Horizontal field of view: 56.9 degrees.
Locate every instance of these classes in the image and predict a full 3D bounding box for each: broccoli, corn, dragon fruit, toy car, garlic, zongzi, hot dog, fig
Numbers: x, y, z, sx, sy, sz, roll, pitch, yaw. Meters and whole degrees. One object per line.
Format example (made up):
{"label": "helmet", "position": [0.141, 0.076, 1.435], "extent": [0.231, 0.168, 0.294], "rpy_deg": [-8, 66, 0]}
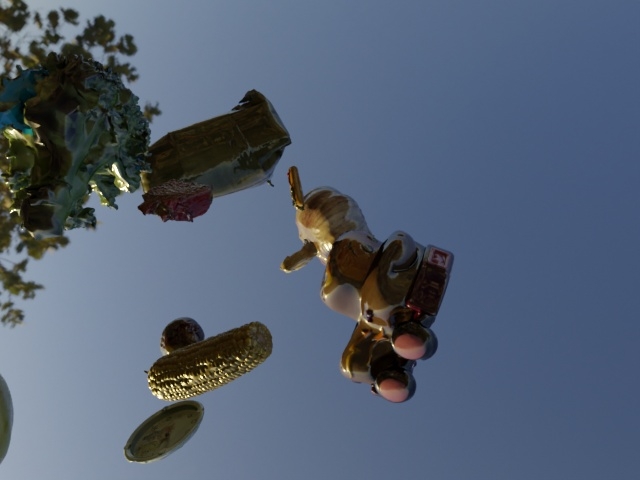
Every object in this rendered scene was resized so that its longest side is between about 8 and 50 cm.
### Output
{"label": "broccoli", "position": [-0.225, -0.072, 0.517], "extent": [0.167, 0.154, 0.160], "rpy_deg": [-18, -140, 12]}
{"label": "corn", "position": [-0.217, 0.239, 1.130], "extent": [0.311, 0.101, 0.101], "rpy_deg": [-23, -129, 28]}
{"label": "dragon fruit", "position": [-0.268, -0.060, 1.090], "extent": [0.097, 0.063, 0.131], "rpy_deg": [16, -147, 25]}
{"label": "toy car", "position": [0.112, 0.136, 1.153], "extent": [0.271, 0.241, 0.340], "rpy_deg": [-57, 164, -57]}
{"label": "garlic", "position": [0.000, 0.000, 1.505], "extent": [0.253, 0.245, 0.245], "rpy_deg": [-33, -136, 0]}
{"label": "zongzi", "position": [-0.303, -0.157, 1.456], "extent": [0.448, 0.418, 0.181], "rpy_deg": [-22, -101, -10]}
{"label": "hot dog", "position": [-0.044, -0.089, 1.026], "extent": [0.037, 0.021, 0.083], "rpy_deg": [121, -40, -65]}
{"label": "fig", "position": [-0.339, 0.253, 1.415], "extent": [0.154, 0.103, 0.109], "rpy_deg": [-52, -169, 30]}

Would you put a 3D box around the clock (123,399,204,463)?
{"label": "clock", "position": [-0.414, 0.526, 1.601], "extent": [0.237, 0.053, 0.236], "rpy_deg": [-21, -161, 8]}

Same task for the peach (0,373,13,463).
{"label": "peach", "position": [-0.824, 0.379, 1.255], "extent": [0.281, 0.315, 0.315], "rpy_deg": [-103, -159, -65]}
